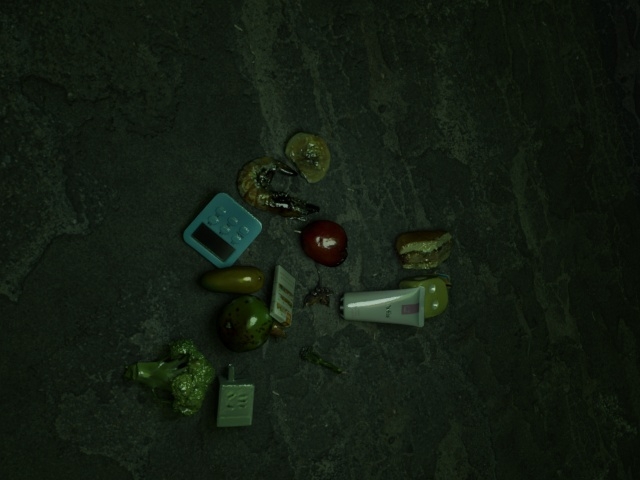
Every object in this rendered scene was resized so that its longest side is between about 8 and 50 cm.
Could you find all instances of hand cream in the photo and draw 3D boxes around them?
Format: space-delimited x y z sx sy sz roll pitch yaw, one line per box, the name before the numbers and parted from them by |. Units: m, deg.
hand cream | 0.265 0.285 1.833 0.358 0.118 0.186 0 101 6

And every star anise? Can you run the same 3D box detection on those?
star anise | -0.034 0.160 1.851 0.148 0.218 0.228 -20 53 11

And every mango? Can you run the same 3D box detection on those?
mango | -0.345 0.152 1.678 0.250 0.156 0.114 5 86 -9

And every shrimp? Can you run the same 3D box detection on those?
shrimp | -0.162 -0.220 1.783 0.364 0.071 0.233 16 80 -13

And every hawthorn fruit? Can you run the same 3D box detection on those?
hawthorn fruit | 0.000 0.000 1.778 0.251 0.189 0.190 25 83 -10

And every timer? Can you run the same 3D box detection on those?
timer | -0.387 -0.034 1.696 0.232 0.091 0.250 40 82 -15

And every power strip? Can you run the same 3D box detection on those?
power strip | -0.338 0.598 1.688 0.140 0.139 0.225 6 89 -17

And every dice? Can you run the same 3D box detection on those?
dice | 0.462 0.250 1.936 0.169 0.166 0.170 -11 94 -18

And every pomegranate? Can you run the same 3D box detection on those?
pomegranate | -0.275 0.346 1.687 0.231 0.230 0.286 -54 135 -11

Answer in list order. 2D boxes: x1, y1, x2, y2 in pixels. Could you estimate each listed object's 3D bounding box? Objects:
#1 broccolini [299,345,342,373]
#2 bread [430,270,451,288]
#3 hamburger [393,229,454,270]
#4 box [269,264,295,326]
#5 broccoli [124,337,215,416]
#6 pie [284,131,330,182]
broccolini | 0.008 0.517 1.857 0.216 0.058 0.067 29 123 -23
bread | 0.567 0.193 2.030 0.105 0.053 0.072 11 58 -20
hamburger | 0.461 0.035 1.941 0.282 0.245 0.156 -40 138 -55
box | -0.150 0.222 1.718 0.122 0.032 0.221 48 33 -42
broccoli | -0.539 0.499 1.596 0.302 0.186 0.254 38 89 -21
pie | -0.045 -0.362 1.826 0.185 0.052 0.218 -46 105 -18
